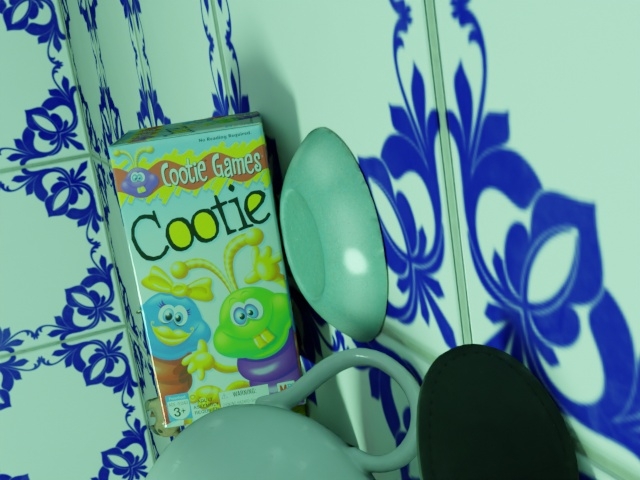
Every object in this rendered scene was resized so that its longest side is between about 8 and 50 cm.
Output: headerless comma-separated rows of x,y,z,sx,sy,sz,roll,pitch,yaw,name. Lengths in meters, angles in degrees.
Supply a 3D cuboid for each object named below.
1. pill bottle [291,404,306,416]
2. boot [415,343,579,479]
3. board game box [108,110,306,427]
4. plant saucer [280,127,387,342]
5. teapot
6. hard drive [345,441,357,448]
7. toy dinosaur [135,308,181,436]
-0.039,0.183,1.003,0.043,0.043,0.083,-138,39,-58,pill bottle
0.100,0.216,0.581,0.229,0.091,0.263,106,153,-69,boot
-0.106,0.022,0.891,0.144,0.142,0.275,-111,11,-76,board game box
0.000,0.000,0.785,0.195,0.037,0.195,166,90,-72,plant saucer
-0.017,0.247,0.679,0.187,0.252,0.256,5,116,29,teapot
-0.027,0.199,0.917,0.022,0.094,0.135,-67,14,-13,hard drive
-0.148,0.161,1.196,0.296,0.127,0.200,-28,84,58,toy dinosaur
